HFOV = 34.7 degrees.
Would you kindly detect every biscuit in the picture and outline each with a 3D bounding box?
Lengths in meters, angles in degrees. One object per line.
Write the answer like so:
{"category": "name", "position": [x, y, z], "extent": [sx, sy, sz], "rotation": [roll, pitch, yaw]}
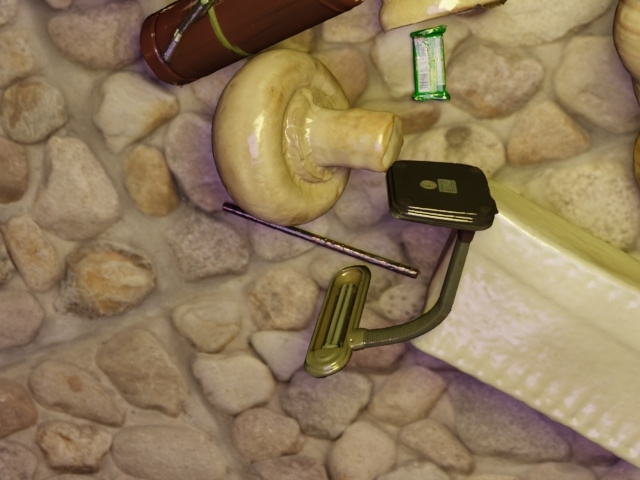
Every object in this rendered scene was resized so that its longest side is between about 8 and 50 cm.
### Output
{"category": "biscuit", "position": [0.130, -0.210, 1.219], "extent": [0.046, 0.016, 0.089], "rotation": [-2, 109, 10]}

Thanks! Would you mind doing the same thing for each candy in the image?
{"category": "candy", "position": [0.300, 0.096, 1.225], "extent": [0.358, 0.145, 0.208], "rotation": [28, 113, 1]}

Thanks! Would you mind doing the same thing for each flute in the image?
{"category": "flute", "position": [0.000, 0.000, 1.320], "extent": [0.269, 0.014, 0.014], "rotation": [20, 112, 4]}

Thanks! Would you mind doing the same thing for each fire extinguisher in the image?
{"category": "fire extinguisher", "position": [-0.061, -0.263, 1.122], "extent": [0.341, 0.141, 0.105], "rotation": [-17, 117, 38]}

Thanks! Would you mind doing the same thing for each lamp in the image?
{"category": "lamp", "position": [0.092, 0.017, 1.187], "extent": [0.124, 0.203, 0.283], "rotation": [19, 123, -12]}

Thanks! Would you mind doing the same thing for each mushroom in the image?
{"category": "mushroom", "position": [-0.024, -0.106, 1.184], "extent": [0.209, 0.206, 0.206], "rotation": [40, 116, 32]}

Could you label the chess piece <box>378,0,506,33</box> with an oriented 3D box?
{"category": "chess piece", "position": [0.110, -0.369, 1.117], "extent": [0.142, 0.143, 0.261], "rotation": [-11, 99, 15]}

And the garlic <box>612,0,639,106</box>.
{"category": "garlic", "position": [0.428, -0.238, 1.021], "extent": [0.321, 0.241, 0.322], "rotation": [-2, 100, -12]}

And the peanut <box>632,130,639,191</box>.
{"category": "peanut", "position": [0.432, -0.040, 1.169], "extent": [0.120, 0.110, 0.236], "rotation": [-23, 105, 8]}
